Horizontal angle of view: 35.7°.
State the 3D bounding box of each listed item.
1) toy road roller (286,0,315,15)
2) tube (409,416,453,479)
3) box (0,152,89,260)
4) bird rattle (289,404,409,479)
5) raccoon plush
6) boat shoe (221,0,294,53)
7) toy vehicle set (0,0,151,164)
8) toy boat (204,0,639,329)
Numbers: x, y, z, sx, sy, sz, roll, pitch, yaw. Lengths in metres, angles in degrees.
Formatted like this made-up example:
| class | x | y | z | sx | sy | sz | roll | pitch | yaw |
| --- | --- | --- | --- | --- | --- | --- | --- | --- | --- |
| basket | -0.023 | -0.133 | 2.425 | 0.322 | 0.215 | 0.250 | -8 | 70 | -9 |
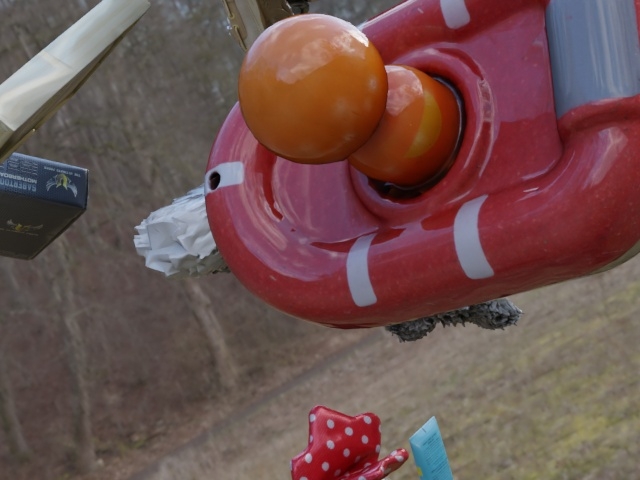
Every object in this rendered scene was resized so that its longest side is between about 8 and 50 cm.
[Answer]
| class | x | y | z | sx | sy | sz | roll | pitch | yaw |
| --- | --- | --- | --- | --- | --- | --- | --- | --- | --- |
| toy road roller | -0.008 | -0.387 | 1.093 | 0.240 | 0.202 | 0.329 | -18 | -8 | -10 |
| tube | 0.189 | 0.393 | 1.589 | 0.052 | 0.207 | 0.080 | -8 | 14 | 33 |
| box | -0.410 | -0.048 | 1.142 | 0.232 | 0.059 | 0.183 | 12 | -28 | -34 |
| bird rattle | 0.017 | 0.291 | 0.953 | 0.143 | 0.253 | 0.207 | 8 | -14 | 28 |
| raccoon plush | 0.018 | 0.031 | 1.006 | 0.446 | 0.299 | 0.216 | -30 | 19 | -34 |
| boat shoe | -0.067 | -0.227 | 1.013 | 0.170 | 0.059 | 0.063 | 76 | -144 | -56 |
| toy vehicle set | -0.274 | -0.137 | 0.954 | 0.166 | 0.035 | 0.267 | -37 | 16 | 37 |
| toy boat | 0.027 | -0.050 | 0.426 | 0.231 | 0.151 | 0.151 | -20 | -27 | 41 |
